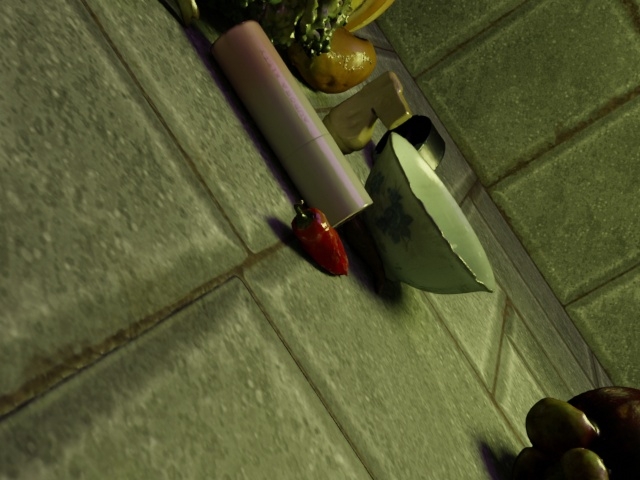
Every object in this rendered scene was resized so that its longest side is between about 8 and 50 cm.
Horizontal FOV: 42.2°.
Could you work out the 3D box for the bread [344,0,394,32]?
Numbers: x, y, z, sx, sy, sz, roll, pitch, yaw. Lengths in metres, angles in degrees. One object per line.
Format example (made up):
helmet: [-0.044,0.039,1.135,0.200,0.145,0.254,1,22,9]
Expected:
bread: [0.036,-0.547,1.752,0.270,0.316,0.211,38,28,-59]

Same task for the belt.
belt: [0.188,-0.191,1.795,0.078,0.151,0.198,53,27,-27]

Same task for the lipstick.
lipstick: [-0.044,-0.170,1.241,0.326,0.087,0.087,57,18,4]

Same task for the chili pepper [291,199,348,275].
chili pepper: [-0.001,0.000,1.126,0.191,0.050,0.059,55,10,-50]

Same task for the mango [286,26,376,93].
mango: [0.021,-0.374,1.673,0.249,0.156,0.151,4,91,-67]

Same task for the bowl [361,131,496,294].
bowl: [0.151,-0.016,1.391,0.313,0.146,0.313,51,18,-23]

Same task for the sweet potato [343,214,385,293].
sweet potato: [0.068,0.010,1.311,0.041,0.038,0.153,-25,90,-48]

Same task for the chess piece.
chess piece: [0.049,-0.184,1.323,0.090,0.200,0.090,48,20,-25]

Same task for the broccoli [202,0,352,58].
broccoli: [-0.093,-0.439,1.344,0.334,0.272,0.323,33,45,-46]

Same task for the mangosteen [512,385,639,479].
mangosteen: [0.455,0.384,1.319,0.347,0.306,0.306,8,43,-26]

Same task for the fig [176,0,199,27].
fig: [-0.224,-0.427,1.080,0.286,0.287,0.368,-105,-175,-45]
